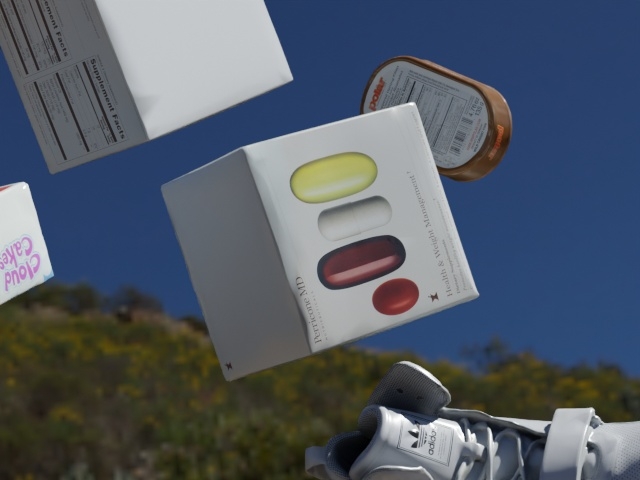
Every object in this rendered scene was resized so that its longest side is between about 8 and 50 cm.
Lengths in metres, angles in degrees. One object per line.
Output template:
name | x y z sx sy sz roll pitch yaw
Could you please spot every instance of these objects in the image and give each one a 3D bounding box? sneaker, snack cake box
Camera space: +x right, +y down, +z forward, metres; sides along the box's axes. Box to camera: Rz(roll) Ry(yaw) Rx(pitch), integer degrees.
sneaker | 0.160 0.197 1.544 0.366 0.137 0.210 -22 -50 40
snack cake box | -0.376 0.033 1.515 0.264 0.089 0.152 -11 9 29

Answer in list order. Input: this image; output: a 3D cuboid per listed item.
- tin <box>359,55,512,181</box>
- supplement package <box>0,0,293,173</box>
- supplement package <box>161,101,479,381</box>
tin | 0.119 -0.131 1.920 0.190 0.106 0.040 27 5 40
supplement package | -0.185 -0.211 1.893 0.145 0.204 0.262 -16 8 38
supplement package | 0.000 0.000 1.656 0.203 0.194 0.149 -18 -2 -36
